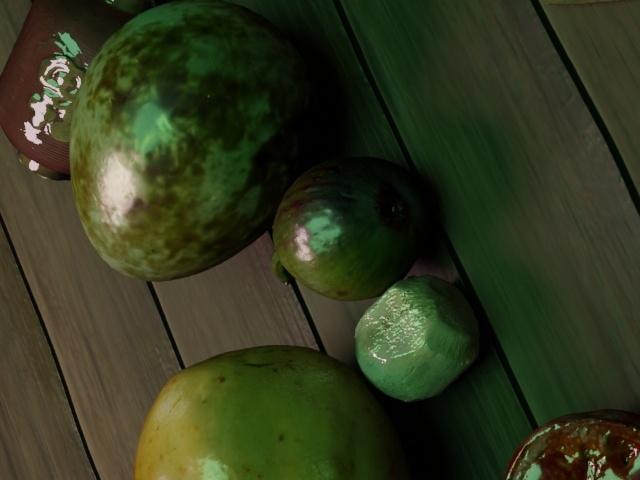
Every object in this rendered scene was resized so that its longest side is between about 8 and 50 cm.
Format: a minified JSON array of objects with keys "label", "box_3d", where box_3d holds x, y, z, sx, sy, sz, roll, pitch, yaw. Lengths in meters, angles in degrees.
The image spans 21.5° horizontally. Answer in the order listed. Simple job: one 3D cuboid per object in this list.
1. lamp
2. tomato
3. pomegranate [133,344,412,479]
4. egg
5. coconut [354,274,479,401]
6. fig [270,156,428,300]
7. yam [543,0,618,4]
[{"label":"lamp","box_3d":[-0.246,-0.170,1.804,0.180,0.180,0.258,46,123,30]},{"label":"tomato","box_3d":[0.239,0.207,1.437,0.159,0.091,0.139,-6,99,16]},{"label":"pomegranate","box_3d":[-0.048,0.239,1.590,0.307,0.307,0.307,5,97,43]},{"label":"egg","box_3d":[-0.127,-0.093,1.647,0.238,0.238,0.289,30,106,37]},{"label":"coconut","box_3d":[0.083,0.094,1.561,0.124,0.110,0.110,-43,65,29]},{"label":"fig","box_3d":[0.000,0.000,1.622,0.245,0.149,0.149,-25,76,55]},{"label":"yam","box_3d":[0.241,-0.213,1.443,0.116,0.021,0.021,3,96,42]}]
